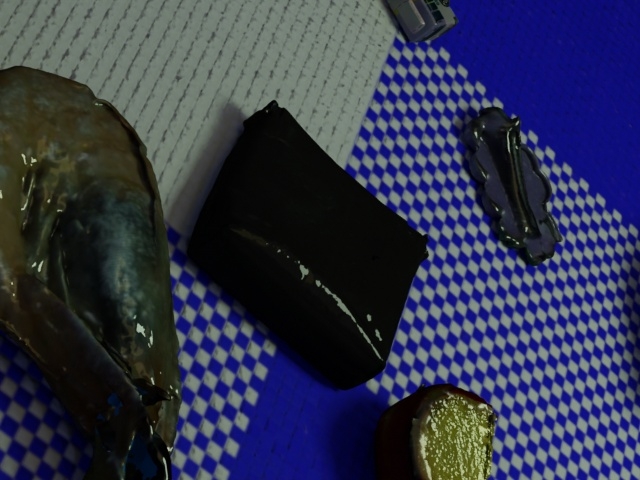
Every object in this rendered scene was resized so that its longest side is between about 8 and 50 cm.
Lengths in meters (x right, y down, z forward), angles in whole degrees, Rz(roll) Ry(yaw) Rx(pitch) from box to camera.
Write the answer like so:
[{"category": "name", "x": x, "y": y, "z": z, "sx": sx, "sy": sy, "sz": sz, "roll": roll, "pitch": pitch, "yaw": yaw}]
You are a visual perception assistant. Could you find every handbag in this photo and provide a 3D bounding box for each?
[{"category": "handbag", "x": 0.000, "y": 0.000, "z": 1.762, "sx": 0.247, "sy": 0.080, "sz": 0.223, "roll": 42, "pitch": 43, "yaw": -19}]

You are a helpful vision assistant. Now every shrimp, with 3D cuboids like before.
[{"category": "shrimp", "x": -0.214, "y": 0.045, "z": 1.514, "sx": 0.221, "sy": 0.110, "sz": 0.445, "roll": 0, "pitch": 64, "yaw": -39}]

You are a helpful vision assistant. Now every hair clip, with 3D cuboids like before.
[{"category": "hair clip", "x": 0.233, "y": -0.065, "z": 2.056, "sx": 0.124, "sy": 0.052, "sz": 0.195, "roll": -10, "pitch": 80, "yaw": -41}]

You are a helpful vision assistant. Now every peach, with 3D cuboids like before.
[{"category": "peach", "x": 0.112, "y": 0.225, "z": 1.735, "sx": 0.127, "sy": 0.092, "sz": 0.172, "roll": -5, "pitch": 83, "yaw": -41}]

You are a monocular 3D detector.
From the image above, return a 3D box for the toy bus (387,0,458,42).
[{"category": "toy bus", "x": 0.110, "y": -0.281, "z": 2.055, "sx": 0.058, "sy": 0.052, "sz": 0.102, "roll": -26, "pitch": 85, "yaw": -48}]
